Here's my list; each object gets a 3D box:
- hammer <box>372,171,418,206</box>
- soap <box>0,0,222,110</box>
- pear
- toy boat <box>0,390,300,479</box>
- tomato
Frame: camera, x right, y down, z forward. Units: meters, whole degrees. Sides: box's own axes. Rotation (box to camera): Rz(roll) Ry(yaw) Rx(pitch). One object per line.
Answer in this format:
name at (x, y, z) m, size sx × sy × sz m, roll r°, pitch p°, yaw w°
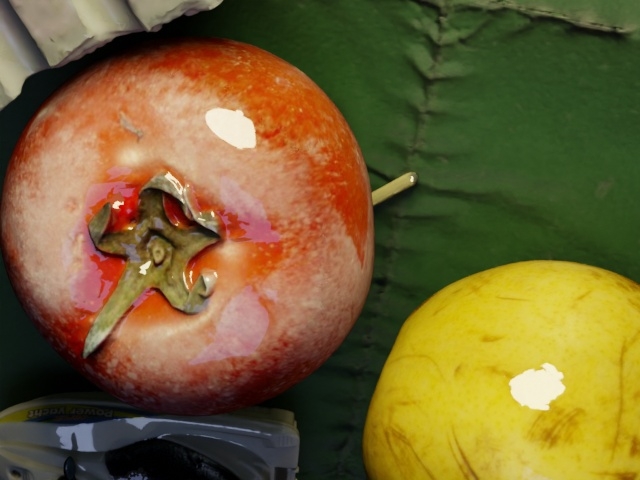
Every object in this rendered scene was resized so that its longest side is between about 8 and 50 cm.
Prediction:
hammer at (0.000, 0.000, 1.338) m, size 0.195 × 0.028 × 0.060 m, roll -27°, pitch 125°, yaw 23°
soap at (-0.182, -0.270, 1.070) m, size 0.258 × 0.159 × 0.302 m, roll -16°, pitch 126°, yaw 22°
pear at (0.171, 0.149, 1.287) m, size 0.280 × 0.281 × 0.281 m, roll 3°, pitch 127°, yaw 4°
toy boat at (-0.151, 0.203, 1.446) m, size 0.269 × 0.141 × 0.141 m, roll -2°, pitch 128°, yaw -9°
tomato at (-0.091, -0.014, 1.212) m, size 0.270 × 0.227 × 0.270 m, roll 3°, pitch 104°, yaw 11°
